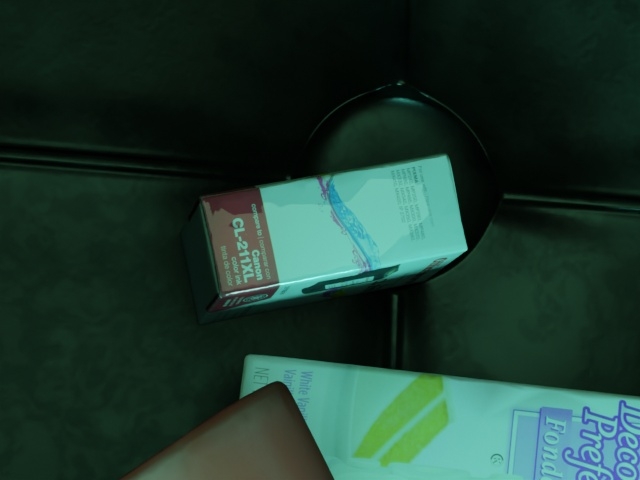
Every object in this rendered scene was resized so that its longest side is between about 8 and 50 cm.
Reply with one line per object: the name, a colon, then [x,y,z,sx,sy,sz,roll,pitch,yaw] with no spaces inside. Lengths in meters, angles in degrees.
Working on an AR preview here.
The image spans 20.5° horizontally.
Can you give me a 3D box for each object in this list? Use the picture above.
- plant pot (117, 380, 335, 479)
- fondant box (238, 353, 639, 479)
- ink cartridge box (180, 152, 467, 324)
plant pot: [-0.063,0.254,1.006,0.275,0.275,0.243,-34,83,-16]
fondant box: [0.099,0.214,1.175,0.330,0.096,0.238,6,76,5]
ink cartridge box: [0.000,0.000,1.225,0.175,0.127,0.072,-10,81,-12]
